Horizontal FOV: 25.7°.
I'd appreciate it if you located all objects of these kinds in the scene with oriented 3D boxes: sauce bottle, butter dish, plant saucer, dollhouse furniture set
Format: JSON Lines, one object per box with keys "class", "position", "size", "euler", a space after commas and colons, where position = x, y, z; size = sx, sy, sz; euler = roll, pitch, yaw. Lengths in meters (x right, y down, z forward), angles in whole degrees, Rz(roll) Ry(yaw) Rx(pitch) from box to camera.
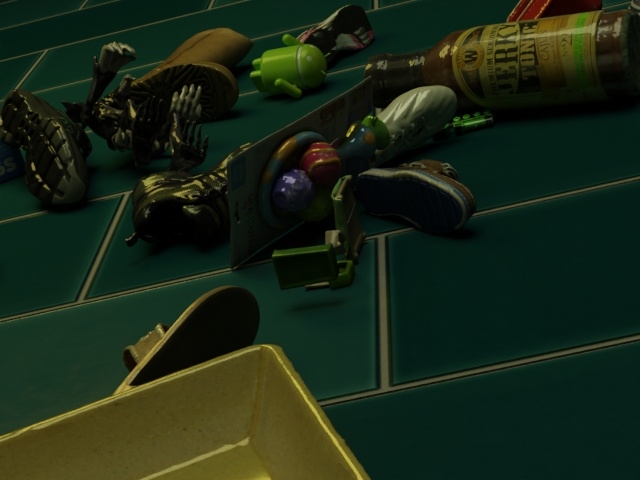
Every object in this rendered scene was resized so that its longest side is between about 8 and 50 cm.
{"class": "sauce bottle", "position": [0.220, -0.209, 1.710], "size": [0.344, 0.111, 0.111], "euler": [-5, 24, 28]}
{"class": "butter dish", "position": [0.318, -0.284, 1.831], "size": [0.160, 0.118, 0.160], "euler": [-55, 5, 26]}
{"class": "plant saucer", "position": [-0.136, 0.214, 0.958], "size": [0.333, 0.081, 0.333], "euler": [-19, 23, -10]}
{"class": "dollhouse furniture set", "position": [0.000, 0.000, 1.391], "size": [0.059, 0.076, 0.151], "euler": [-8, 24, 16]}

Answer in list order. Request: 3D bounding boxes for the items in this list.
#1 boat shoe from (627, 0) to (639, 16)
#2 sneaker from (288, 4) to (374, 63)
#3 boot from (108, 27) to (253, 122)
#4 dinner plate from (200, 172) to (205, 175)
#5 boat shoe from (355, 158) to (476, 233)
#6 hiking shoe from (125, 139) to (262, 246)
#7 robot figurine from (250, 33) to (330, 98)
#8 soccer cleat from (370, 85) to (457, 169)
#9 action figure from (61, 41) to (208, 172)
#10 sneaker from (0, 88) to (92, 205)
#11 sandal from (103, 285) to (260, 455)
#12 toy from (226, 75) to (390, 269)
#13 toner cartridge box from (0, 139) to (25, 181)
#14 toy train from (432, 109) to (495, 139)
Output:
{"class": "boat shoe", "position": [0.548, -0.358, 1.780], "size": [0.341, 0.158, 0.127], "euler": [-1, 26, 32]}
{"class": "sneaker", "position": [0.006, -0.312, 2.160], "size": [0.077, 0.072, 0.178], "euler": [-9, 15, 45]}
{"class": "boot", "position": [-0.175, -0.263, 2.134], "size": [0.236, 0.089, 0.269], "euler": [-3, 24, 28]}
{"class": "dinner plate", "position": [-0.120, -0.068, 1.720], "size": [0.141, 0.017, 0.141], "euler": [-15, 21, 6]}
{"class": "boat shoe", "position": [0.110, -0.056, 1.466], "size": [0.066, 0.066, 0.183], "euler": [-25, 24, -26]}
{"class": "hiking shoe", "position": [-0.108, -0.040, 1.579], "size": [0.227, 0.086, 0.114], "euler": [-16, 35, 13]}
{"class": "robot figurine", "position": [-0.042, -0.247, 2.030], "size": [0.115, 0.067, 0.101], "euler": [-7, 51, 20]}
{"class": "soccer cleat", "position": [0.077, -0.121, 1.650], "size": [0.196, 0.068, 0.076], "euler": [-25, 25, 0]}
{"class": "action figure", "position": [-0.237, -0.173, 1.867], "size": [0.164, 0.141, 0.276], "euler": [23, 6, -32]}
{"class": "sneaker", "position": [-0.351, -0.126, 1.898], "size": [0.106, 0.101, 0.267], "euler": [17, 22, -37]}
{"class": "sandal", "position": [-0.146, 0.111, 1.206], "size": [0.079, 0.088, 0.240], "euler": [4, 34, 29]}
{"class": "toy", "position": [-0.003, -0.069, 1.504], "size": [0.056, 0.136, 0.237], "euler": [23, 41, 30]}
{"class": "toner cartridge box", "position": [-0.577, -0.139, 2.115], "size": [0.165, 0.075, 0.348], "euler": [-26, 24, -21]}
{"class": "toy train", "position": [0.171, -0.140, 1.695], "size": [0.083, 0.017, 0.023], "euler": [-13, 32, 5]}
